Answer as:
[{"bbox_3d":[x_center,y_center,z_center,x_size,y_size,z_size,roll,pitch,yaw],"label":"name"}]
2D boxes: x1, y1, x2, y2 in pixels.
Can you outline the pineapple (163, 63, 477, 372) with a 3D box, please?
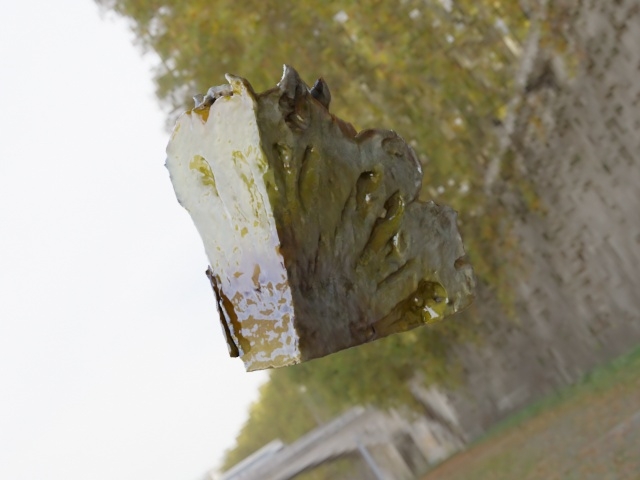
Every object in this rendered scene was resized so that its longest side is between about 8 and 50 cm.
[{"bbox_3d":[0.000,0.000,0.866,0.114,0.236,0.186,-28,27,56],"label":"pineapple"}]
